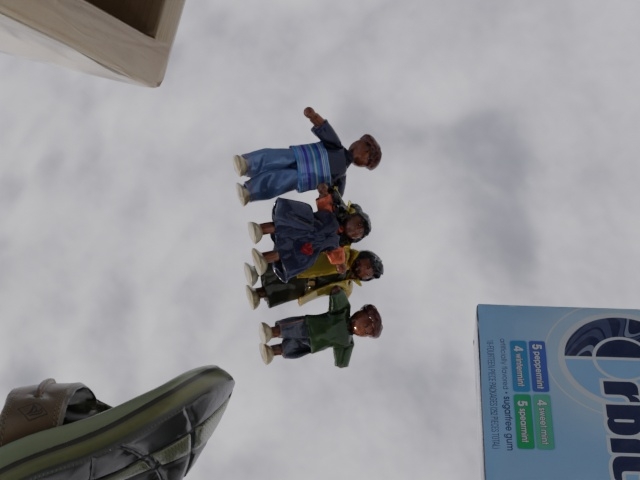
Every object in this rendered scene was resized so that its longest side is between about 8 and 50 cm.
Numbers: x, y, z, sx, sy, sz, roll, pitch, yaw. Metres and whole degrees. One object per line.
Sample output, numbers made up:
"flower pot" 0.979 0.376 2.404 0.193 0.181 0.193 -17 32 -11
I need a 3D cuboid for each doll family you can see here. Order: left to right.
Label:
"doll family" 0.000 0.000 1.201 0.111 0.193 0.076 -11 31 -13

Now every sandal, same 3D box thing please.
"sandal" -0.171 0.127 0.964 0.086 0.303 0.120 50 135 26

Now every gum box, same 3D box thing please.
"gum box" 0.191 0.111 1.028 0.184 0.041 0.157 1 43 1

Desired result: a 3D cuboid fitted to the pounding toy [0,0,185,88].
"pounding toy" -0.087 -0.161 0.388 0.094 0.181 0.206 14 88 20
